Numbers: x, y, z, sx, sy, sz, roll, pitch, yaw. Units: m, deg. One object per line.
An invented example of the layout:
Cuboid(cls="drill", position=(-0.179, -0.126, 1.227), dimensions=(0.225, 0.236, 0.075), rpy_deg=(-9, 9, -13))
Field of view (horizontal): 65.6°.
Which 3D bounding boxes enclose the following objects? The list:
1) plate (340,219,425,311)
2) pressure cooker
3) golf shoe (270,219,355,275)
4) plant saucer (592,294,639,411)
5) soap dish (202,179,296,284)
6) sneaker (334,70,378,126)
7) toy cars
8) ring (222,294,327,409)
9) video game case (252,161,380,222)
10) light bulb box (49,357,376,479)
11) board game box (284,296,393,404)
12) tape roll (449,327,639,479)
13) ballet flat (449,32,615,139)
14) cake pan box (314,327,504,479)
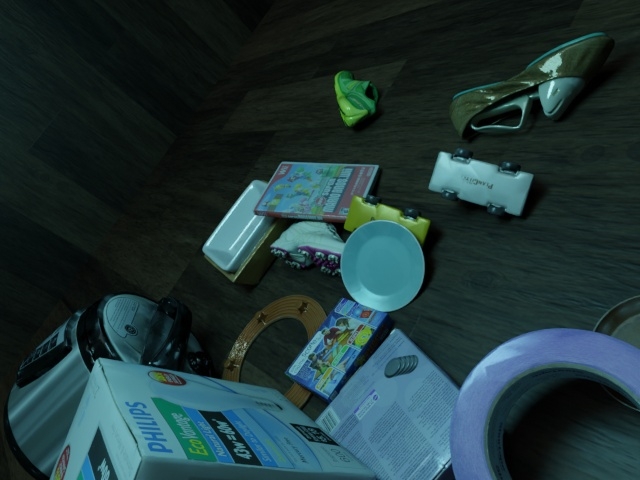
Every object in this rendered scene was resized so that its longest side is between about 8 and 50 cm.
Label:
Cuboid(cls="plate", position=(0.128, 0.052, 1.019), dimensions=(0.188, 0.024, 0.188), rpy_deg=(-1, 88, 31))
Cuboid(cls="pressure cooker", position=(-0.462, 0.327, 1.182), dimensions=(0.420, 0.375, 0.370), rpy_deg=(-43, 64, 9))
Cuboid(cls="golf shoe", position=(0.000, 0.000, 1.199), dimensions=(0.306, 0.115, 0.140), rpy_deg=(9, 61, 49))
Cuboid(cls="plant saucer", position=(0.443, 0.148, 0.644), dimensions=(0.168, 0.029, 0.169), rpy_deg=(-29, 40, 28))
Cuboid(cls="soap dish", position=(-0.188, -0.024, 1.416), dimensions=(0.291, 0.118, 0.229), rpy_deg=(-54, 35, -7))
Cuboid(cls="sneaker", position=(0.112, -0.434, 1.510), dimensions=(0.123, 0.110, 0.296), rpy_deg=(-13, 39, 5))
Cuboid(cls="toy cars", position=(0.235, -0.072, 1.020), dimensions=(0.393, 0.087, 0.177), rpy_deg=(-25, 78, 29))
Cuboid(cls="ring", position=(-0.116, 0.271, 1.138), dimensions=(0.336, 0.032, 0.337), rpy_deg=(-29, 39, 26))
Cuboid(cls="video game case", position=(-0.009, -0.129, 1.274), dimensions=(0.284, 0.025, 0.204), rpy_deg=(5, 47, 23))
Cuboid(cls="light bulb box", position=(-0.181, 0.370, 0.770), dimensions=(0.357, 0.360, 0.226), rpy_deg=(13, 83, 57))
Cuboid(cls="board game box", position=(0.037, 0.214, 0.986), dimensions=(0.136, 0.035, 0.201), rpy_deg=(14, 58, 50))
Cuboid(cls="tape roll", position=(0.300, 0.249, 0.590), dimensions=(0.274, 0.090, 0.275), rpy_deg=(-15, 60, 28))
Cuboid(cls="ballet flat", position=(0.424, -0.292, 1.022), dimensions=(0.342, 0.116, 0.124), rpy_deg=(-15, 68, 40))
Cuboid(cls="cake pan box", position=(0.119, 0.315, 0.810), dimensions=(0.267, 0.070, 0.245), rpy_deg=(-49, 33, 0))
